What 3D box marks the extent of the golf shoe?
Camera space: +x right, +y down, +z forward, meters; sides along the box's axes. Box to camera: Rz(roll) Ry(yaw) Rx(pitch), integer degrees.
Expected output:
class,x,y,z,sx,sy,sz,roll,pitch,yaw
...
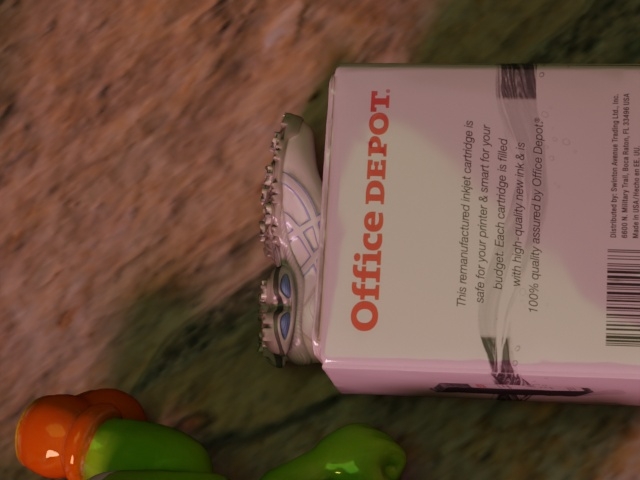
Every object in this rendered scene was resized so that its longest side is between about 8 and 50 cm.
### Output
class,x,y,z,sx,sy,sz,roll,pitch,yaw
golf shoe,0.000,0.000,1.240,0.086,0.069,0.176,1,77,-4

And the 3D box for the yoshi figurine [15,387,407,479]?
class,x,y,z,sx,sy,sz,roll,pitch,yaw
yoshi figurine,-0.026,0.209,1.149,0.362,0.203,0.203,12,37,33

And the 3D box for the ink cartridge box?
class,x,y,z,sx,sy,sz,roll,pitch,yaw
ink cartridge box,0.140,-0.002,1.140,0.273,0.114,0.197,2,75,7
